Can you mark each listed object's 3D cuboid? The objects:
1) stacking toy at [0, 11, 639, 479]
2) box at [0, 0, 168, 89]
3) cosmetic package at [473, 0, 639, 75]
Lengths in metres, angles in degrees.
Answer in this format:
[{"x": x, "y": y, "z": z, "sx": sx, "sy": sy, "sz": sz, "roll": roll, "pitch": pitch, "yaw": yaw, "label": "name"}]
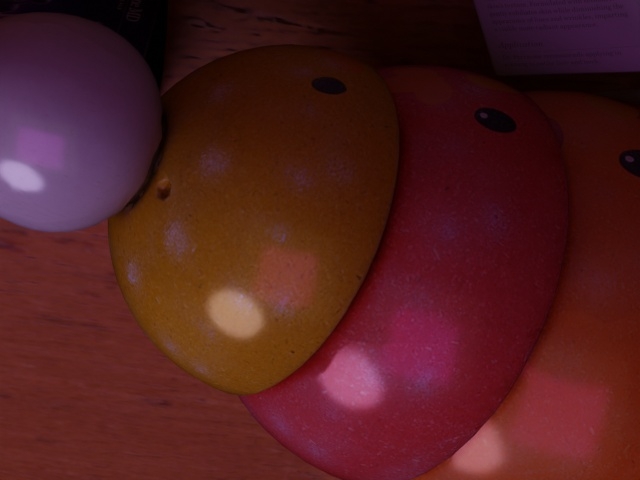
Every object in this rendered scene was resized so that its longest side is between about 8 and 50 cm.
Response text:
[{"x": 0.000, "y": 0.000, "z": 0.787, "sx": 0.480, "sy": 0.350, "sz": 0.350, "roll": 22, "pitch": 125, "yaw": -31, "label": "stacking toy"}, {"x": -0.213, "y": -0.112, "z": 0.886, "sx": 0.207, "sy": 0.153, "sz": 0.108, "roll": 7, "pitch": 125, "yaw": -5, "label": "box"}, {"x": 0.143, "y": -0.217, "z": 0.822, "sx": 0.117, "sy": 0.085, "sz": 0.231, "roll": 3, "pitch": 130, "yaw": 32, "label": "cosmetic package"}]
